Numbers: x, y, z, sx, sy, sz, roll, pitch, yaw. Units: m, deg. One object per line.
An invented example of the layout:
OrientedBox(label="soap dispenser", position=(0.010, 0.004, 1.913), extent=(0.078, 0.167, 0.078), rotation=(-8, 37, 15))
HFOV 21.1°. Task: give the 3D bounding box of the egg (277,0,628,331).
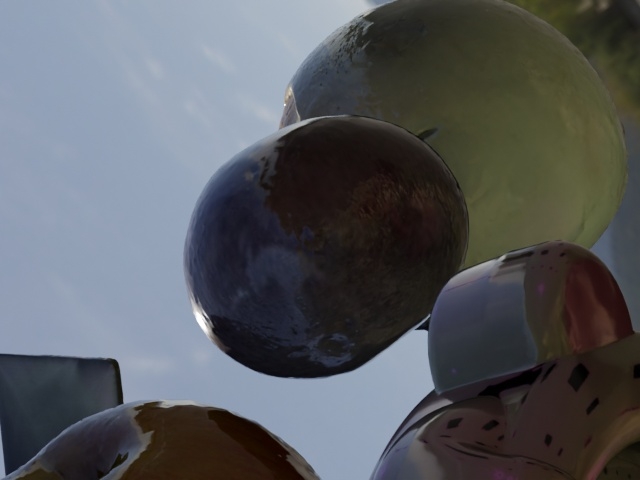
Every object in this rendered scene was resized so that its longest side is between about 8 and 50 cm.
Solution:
OrientedBox(label="egg", position=(0.097, -0.105, 1.464), extent=(0.201, 0.337, 0.337), rotation=(66, 178, -48))

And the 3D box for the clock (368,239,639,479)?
OrientedBox(label="clock", position=(0.115, 0.176, 0.683), extent=(0.284, 0.114, 0.309), rotation=(42, -135, -30))

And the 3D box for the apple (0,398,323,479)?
OrientedBox(label="apple", position=(-0.119, 0.245, 1.142), extent=(0.301, 0.301, 0.301), rotation=(53, -171, -13))

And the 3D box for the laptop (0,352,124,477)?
OrientedBox(label="laptop", position=(-0.250, 0.245, 1.704), extent=(0.015, 0.188, 0.269), rotation=(-11, -82, -49))

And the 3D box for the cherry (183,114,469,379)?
OrientedBox(label="cherry", position=(-0.004, 0.001, 0.979), extent=(0.140, 0.176, 0.176), rotation=(61, -169, 26))
